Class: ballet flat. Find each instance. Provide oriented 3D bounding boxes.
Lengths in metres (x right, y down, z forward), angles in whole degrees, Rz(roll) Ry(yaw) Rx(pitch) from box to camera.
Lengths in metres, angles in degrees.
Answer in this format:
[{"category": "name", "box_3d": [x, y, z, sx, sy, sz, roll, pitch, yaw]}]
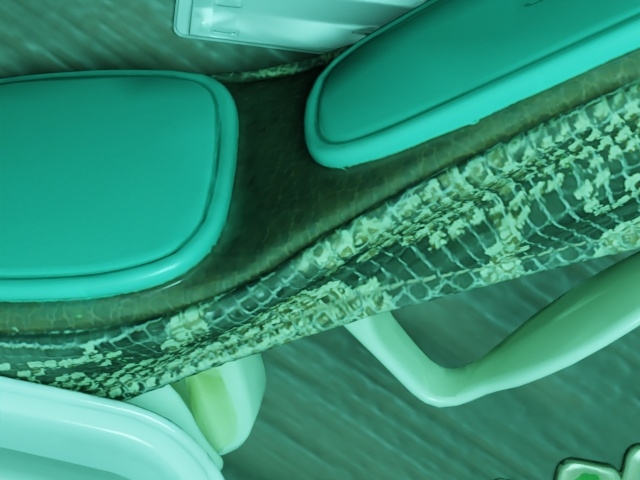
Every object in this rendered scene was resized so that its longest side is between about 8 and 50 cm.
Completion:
[{"category": "ballet flat", "box_3d": [0.000, 0.000, 0.763, 0.483, 0.164, 0.182, -15, 126, 16]}]

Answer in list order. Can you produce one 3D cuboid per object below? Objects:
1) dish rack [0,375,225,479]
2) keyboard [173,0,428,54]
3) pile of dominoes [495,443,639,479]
[{"category": "dish rack", "box_3d": [-0.198, 0.193, 0.769, 0.285, 0.072, 0.333, 12, 120, -4]}, {"category": "keyboard", "box_3d": [0.068, -0.107, 0.831, 0.256, 0.014, 0.072, 7, 97, -3]}, {"category": "pile of dominoes", "box_3d": [0.158, 0.188, 0.886, 0.251, 0.040, 0.196, -13, 103, 1]}]
